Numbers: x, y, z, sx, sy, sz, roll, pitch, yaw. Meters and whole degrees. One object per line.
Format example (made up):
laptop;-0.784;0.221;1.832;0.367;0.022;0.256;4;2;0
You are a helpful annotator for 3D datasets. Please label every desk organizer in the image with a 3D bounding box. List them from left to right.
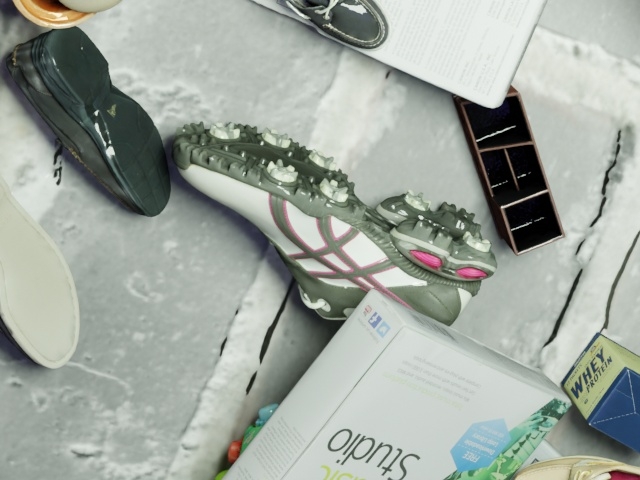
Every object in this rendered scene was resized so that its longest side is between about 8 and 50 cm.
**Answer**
desk organizer;0.149;-0.058;1.254;0.047;0.050;0.130;-21;110;0

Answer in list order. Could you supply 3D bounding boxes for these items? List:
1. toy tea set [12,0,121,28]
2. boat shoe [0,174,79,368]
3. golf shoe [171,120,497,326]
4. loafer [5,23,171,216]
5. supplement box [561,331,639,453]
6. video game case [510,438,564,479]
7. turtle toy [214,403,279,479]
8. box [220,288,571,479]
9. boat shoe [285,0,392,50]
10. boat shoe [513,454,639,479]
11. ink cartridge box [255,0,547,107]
toy tea set;-0.253;-0.260;1.048;0.336;0.124;0.200;23;108;-31
boat shoe;-0.255;0.011;1.231;0.065;0.075;0.206;-4;124;40
golf shoe;0.000;0.000;1.230;0.273;0.105;0.120;24;111;-14
loafer;-0.172;-0.087;1.206;0.061;0.062;0.170;-8;124;36
supplement box;0.257;0.131;1.316;0.083;0.083;0.056;30;102;-16
video game case;0.187;0.293;1.339;0.173;0.022;0.190;43;102;26
turtle toy;-0.041;0.185;1.303;0.130;0.066;0.095;-50;134;9
box;0.029;0.208;1.277;0.232;0.058;0.322;26;107;-43
boat shoe;-0.002;-0.183;1.165;0.125;0.038;0.046;43;107;3
boat shoe;0.229;0.204;1.285;0.170;0.059;0.063;-2;79;26
ink cartridge box;0.066;-0.225;1.187;0.225;0.056;0.181;25;105;10
